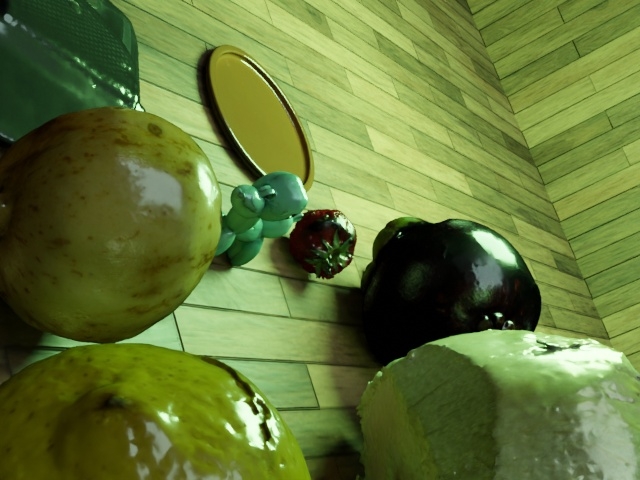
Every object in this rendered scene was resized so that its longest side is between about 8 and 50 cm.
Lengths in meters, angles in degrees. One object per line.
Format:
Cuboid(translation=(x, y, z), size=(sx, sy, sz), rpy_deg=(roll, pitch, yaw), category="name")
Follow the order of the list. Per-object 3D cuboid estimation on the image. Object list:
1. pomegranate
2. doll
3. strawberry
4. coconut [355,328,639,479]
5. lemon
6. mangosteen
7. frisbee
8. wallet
Cuboid(translation=(-0.200, -0.019, 0.860), size=(0.215, 0.215, 0.215), rpy_deg=(44, 30, -35), category="pomegranate")
Cuboid(translation=(-0.084, -0.027, 1.145), size=(0.159, 0.158, 0.059), rpy_deg=(20, 45, -65), category="doll")
Cuboid(translation=(0.001, -0.001, 1.368), size=(0.106, 0.106, 0.106), rpy_deg=(44, 30, -35), category="strawberry")
Cuboid(translation=(0.256, 0.292, 1.154), size=(0.404, 0.404, 0.405), rpy_deg=(44, 30, -35), category="coconut")
Cuboid(translation=(-0.134, 0.208, 0.671), size=(0.293, 0.293, 0.293), rpy_deg=(44, 30, -35), category="lemon")
Cuboid(translation=(0.172, 0.095, 1.453), size=(0.287, 0.287, 0.233), rpy_deg=(42, 60, -38), category="mangosteen")
Cuboid(translation=(-0.088, -0.177, 1.451), size=(0.251, 0.021, 0.251), rpy_deg=(43, 31, -35), category="frisbee")
Cuboid(translation=(-0.279, -0.194, 1.075), size=(0.247, 0.041, 0.323), rpy_deg=(35, 38, -43), category="wallet")
